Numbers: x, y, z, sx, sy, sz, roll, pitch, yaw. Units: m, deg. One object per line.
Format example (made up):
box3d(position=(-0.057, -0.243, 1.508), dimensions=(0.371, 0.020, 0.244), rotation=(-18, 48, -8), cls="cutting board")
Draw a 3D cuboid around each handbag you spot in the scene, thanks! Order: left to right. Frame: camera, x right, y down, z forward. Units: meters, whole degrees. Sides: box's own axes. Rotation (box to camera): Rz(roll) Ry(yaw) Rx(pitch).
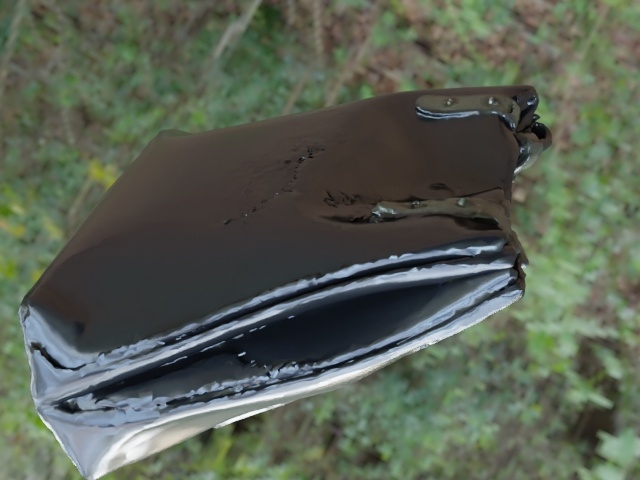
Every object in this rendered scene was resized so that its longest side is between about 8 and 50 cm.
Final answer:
box3d(position=(0.000, 0.000, 1.016), dimensions=(0.288, 0.342, 0.152), rotation=(-15, 112, 20), cls="handbag")
